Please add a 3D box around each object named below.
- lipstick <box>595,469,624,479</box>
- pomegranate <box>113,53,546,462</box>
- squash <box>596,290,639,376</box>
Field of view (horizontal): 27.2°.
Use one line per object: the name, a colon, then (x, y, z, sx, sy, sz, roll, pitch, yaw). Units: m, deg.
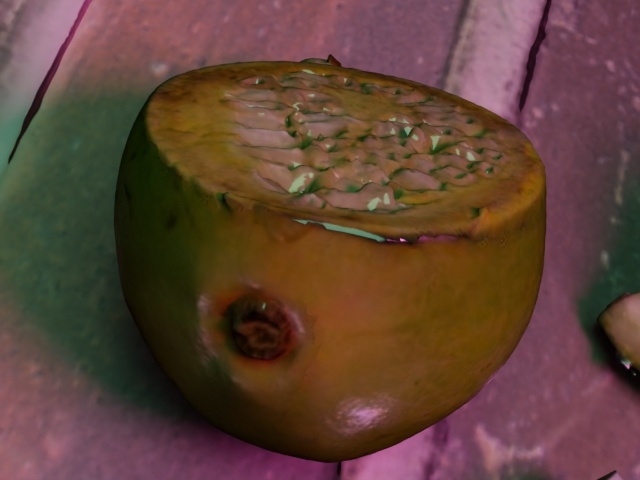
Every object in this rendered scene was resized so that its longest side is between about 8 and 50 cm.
lipstick: (0.165, 0.204, 0.617, 0.063, 0.057, 0.186, -28, 78, -27)
pomegranate: (-0.011, 0.004, 0.628, 0.190, 0.159, 0.241, -7, 36, -28)
squash: (0.320, 0.044, 0.759, 0.289, 0.203, 0.111, 8, 52, -52)
